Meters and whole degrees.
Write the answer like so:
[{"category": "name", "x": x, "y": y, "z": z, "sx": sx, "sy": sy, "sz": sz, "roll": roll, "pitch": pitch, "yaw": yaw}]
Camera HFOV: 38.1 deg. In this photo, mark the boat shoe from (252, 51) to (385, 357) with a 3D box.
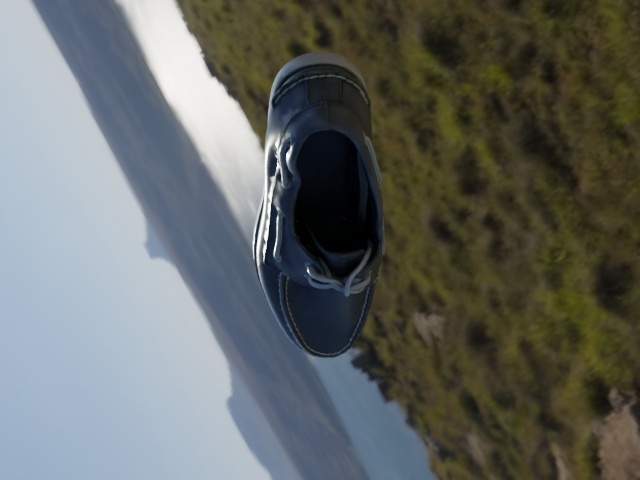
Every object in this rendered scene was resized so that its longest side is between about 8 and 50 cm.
[{"category": "boat shoe", "x": 0.000, "y": 0.000, "z": 0.808, "sx": 0.099, "sy": 0.116, "sz": 0.319, "roll": -100, "pitch": 8, "yaw": -52}]
